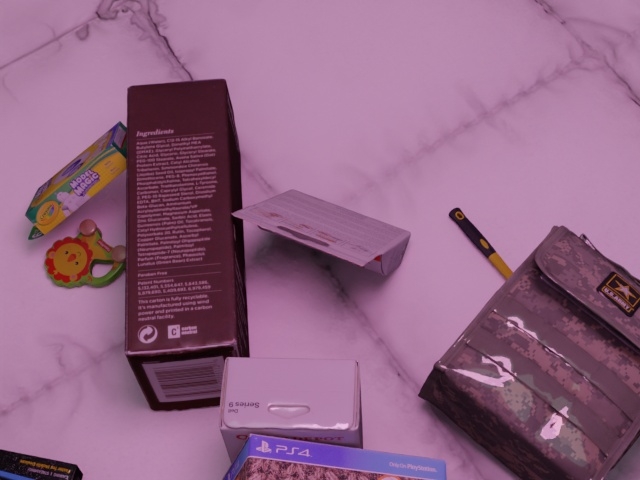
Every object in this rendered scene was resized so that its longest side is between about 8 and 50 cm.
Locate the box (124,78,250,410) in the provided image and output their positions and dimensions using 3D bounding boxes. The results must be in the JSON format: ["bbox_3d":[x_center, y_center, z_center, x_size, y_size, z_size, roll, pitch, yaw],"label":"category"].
[{"bbox_3d":[-0.168,0.004,1.610,0.143,0.191,0.381,-6,62,0],"label":"box"}]

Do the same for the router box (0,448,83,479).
[{"bbox_3d":[-0.393,0.322,1.529,0.179,0.046,0.133,9,63,8],"label":"router box"}]

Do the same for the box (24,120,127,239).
[{"bbox_3d":[-0.325,-0.077,1.685,0.179,0.043,0.105,-39,19,13],"label":"box"}]

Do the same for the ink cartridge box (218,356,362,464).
[{"bbox_3d":[-0.028,0.219,1.468,0.154,0.212,0.093,0,61,4],"label":"ink cartridge box"}]

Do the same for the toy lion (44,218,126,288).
[{"bbox_3d":[-0.317,0.028,1.697,0.100,0.034,0.096,36,76,20],"label":"toy lion"}]

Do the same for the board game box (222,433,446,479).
[{"bbox_3d":[0.011,0.381,1.363,0.232,0.141,0.291,9,57,-13],"label":"board game box"}]

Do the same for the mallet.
[{"bbox_3d":[0.239,0.021,1.665,0.062,0.039,0.190,-25,59,-9],"label":"mallet"}]

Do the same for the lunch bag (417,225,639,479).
[{"bbox_3d":[0.302,0.138,1.513,0.235,0.169,0.287,39,69,11],"label":"lunch bag"}]

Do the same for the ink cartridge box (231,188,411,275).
[{"bbox_3d":[0.000,0.000,1.597,0.181,0.224,0.056,21,108,14],"label":"ink cartridge box"}]
